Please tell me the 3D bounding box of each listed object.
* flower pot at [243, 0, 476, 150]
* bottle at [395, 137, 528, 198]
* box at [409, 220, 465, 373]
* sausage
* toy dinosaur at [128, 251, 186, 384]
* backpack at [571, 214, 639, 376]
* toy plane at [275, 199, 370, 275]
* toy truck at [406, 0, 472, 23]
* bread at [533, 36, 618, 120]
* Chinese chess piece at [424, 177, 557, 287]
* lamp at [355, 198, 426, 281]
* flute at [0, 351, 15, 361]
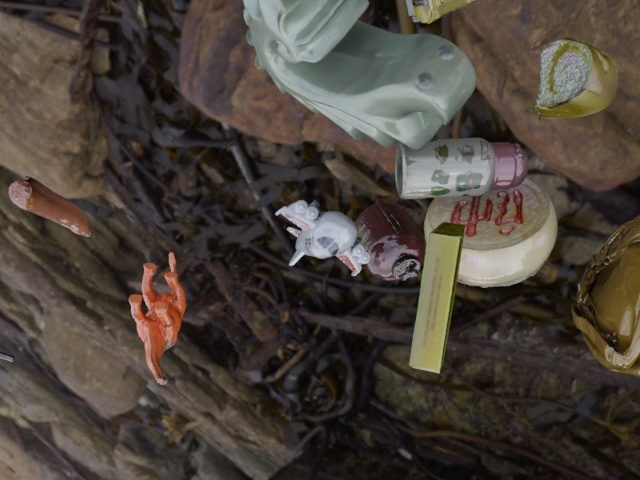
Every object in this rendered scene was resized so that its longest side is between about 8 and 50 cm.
[{"bbox_3d":[0.052,-0.280,0.962,0.367,0.164,0.254,35,168,6],"label":"flower pot"},{"bbox_3d":[0.280,-0.143,1.206,0.253,0.120,0.120,-1,136,-2],"label":"bottle"},{"bbox_3d":[0.156,0.057,0.790,0.041,0.279,0.153,10,96,13],"label":"box"},{"bbox_3d":[-0.364,-0.045,0.829,0.047,0.040,0.177,28,171,9],"label":"sausage"},{"bbox_3d":[-0.189,0.076,0.732,0.055,0.279,0.101,-1,123,-3],"label":"toy dinosaur"},{"bbox_3d":[0.661,0.102,1.232,0.201,0.378,0.353,21,98,2],"label":"backpack"},{"bbox_3d":[0.002,-0.003,1.454,0.252,0.118,0.252,26,155,13],"label":"toy plane"},{"bbox_3d":[0.157,-0.305,0.745,0.063,0.123,0.052,25,140,52],"label":"toy truck"},{"bbox_3d":[0.568,-0.354,1.356,0.156,0.158,0.261,6,180,-18],"label":"bread"},{"bbox_3d":[0.354,-0.026,1.279,0.270,0.270,0.112,10,138,31],"label":"Chinese chess piece"},{"bbox_3d":[0.182,0.001,1.604,0.258,0.180,0.180,-118,11,-50],"label":"lamp"},{"bbox_3d":[-0.681,0.173,1.098,0.270,0.014,0.014,18,141,0],"label":"flute"}]
